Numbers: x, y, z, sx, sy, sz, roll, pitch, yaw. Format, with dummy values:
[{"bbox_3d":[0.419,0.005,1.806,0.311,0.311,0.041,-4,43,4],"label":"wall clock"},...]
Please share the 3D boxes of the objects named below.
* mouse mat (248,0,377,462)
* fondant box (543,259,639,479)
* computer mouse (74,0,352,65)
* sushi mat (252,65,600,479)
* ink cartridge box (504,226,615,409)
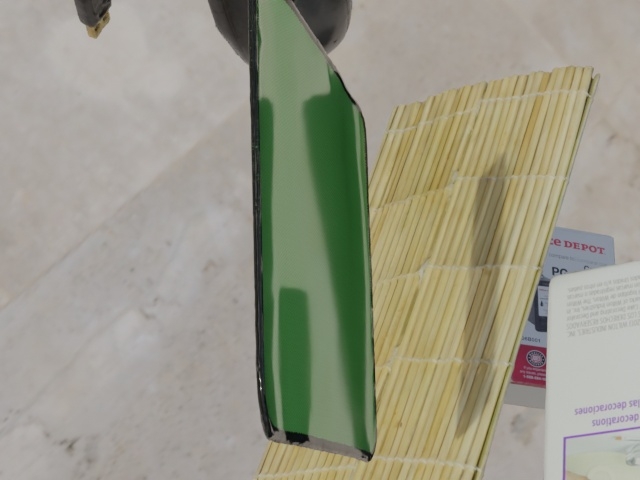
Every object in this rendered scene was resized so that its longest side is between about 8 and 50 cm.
[{"bbox_3d":[0.000,0.000,0.514,0.189,0.007,0.153,40,47,-73],"label":"mouse mat"},{"bbox_3d":[0.222,0.153,0.616,0.096,0.238,0.330,49,39,-44],"label":"fondant box"},{"bbox_3d":[-0.060,-0.150,0.930,0.184,0.262,0.060,-21,75,-5],"label":"computer mouse"},{"bbox_3d":[0.065,0.025,0.844,0.019,0.151,0.317,48,50,-35],"label":"sushi mat"},{"bbox_3d":[0.193,0.064,1.221,0.109,0.063,0.150,9,65,-18],"label":"ink cartridge box"}]
